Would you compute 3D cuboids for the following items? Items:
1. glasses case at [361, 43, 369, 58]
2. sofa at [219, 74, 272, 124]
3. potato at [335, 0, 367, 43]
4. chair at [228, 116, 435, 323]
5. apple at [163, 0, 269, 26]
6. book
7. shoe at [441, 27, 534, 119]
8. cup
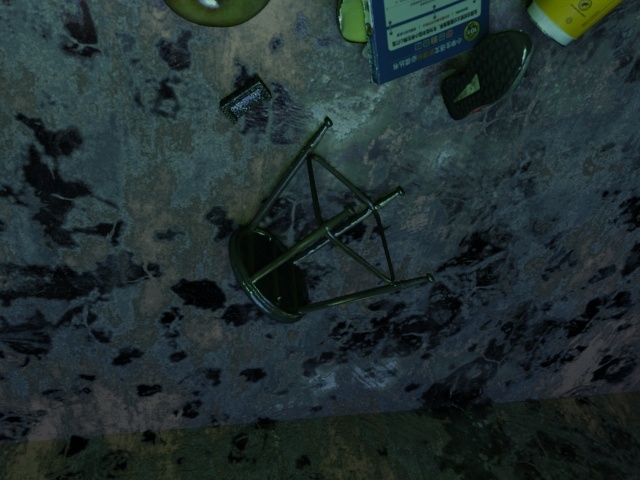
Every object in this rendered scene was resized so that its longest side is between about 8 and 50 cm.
[{"bbox_3d":[0.128,-0.466,1.333,0.032,0.021,0.083,19,125,-30],"label":"glasses case"},{"bbox_3d":[-0.179,-0.336,1.362,0.118,0.039,0.060,-30,133,13],"label":"sofa"},{"bbox_3d":[0.140,-0.519,1.218,0.271,0.111,0.160,-14,128,-20],"label":"potato"},{"bbox_3d":[0.000,0.000,1.510,0.410,0.365,0.362,-35,131,23],"label":"chair"},{"bbox_3d":[-0.194,-0.528,1.051,0.256,0.234,0.257,-5,131,-6],"label":"apple"},{"bbox_3d":[0.215,-0.555,1.134,0.300,0.039,0.428,-24,132,-14],"label":"book"},{"bbox_3d":[0.429,-0.392,1.333,0.170,0.132,0.336,-21,176,-16],"label":"shoe"},{"bbox_3d":[0.603,-0.579,1.250,0.196,0.196,0.280,19,134,-28],"label":"cup"}]
